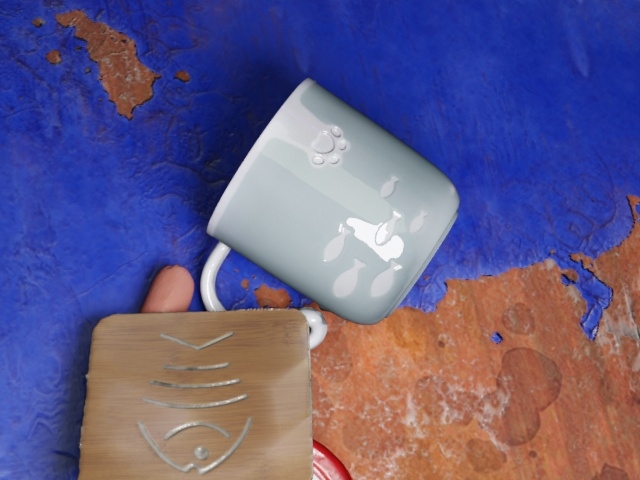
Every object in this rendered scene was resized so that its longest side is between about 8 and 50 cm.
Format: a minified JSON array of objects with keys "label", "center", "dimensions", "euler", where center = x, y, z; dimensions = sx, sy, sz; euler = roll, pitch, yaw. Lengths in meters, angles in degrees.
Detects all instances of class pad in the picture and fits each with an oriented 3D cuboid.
[{"label":"pad","center":[-0.153,0.203,1.624],"dimensions":[0.286,0.018,0.284],"euler":[-3,50,0]}]

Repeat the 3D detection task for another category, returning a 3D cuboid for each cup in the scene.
[{"label":"cup","center":[0.000,0.000,1.771],"dimensions":[0.274,0.259,0.357],"euler":[33,95,2]}]

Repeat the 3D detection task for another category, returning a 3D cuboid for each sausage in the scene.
[{"label":"sausage","center":[-0.216,0.105,1.753],"dimensions":[0.062,0.062,0.154],"euler":[21,64,-4]}]

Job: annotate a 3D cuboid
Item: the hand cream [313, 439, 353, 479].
[{"label":"hand cream","center":[-0.065,0.358,1.635],"dimensions":[0.230,0.149,0.230],"euler":[4,69,-11]}]
